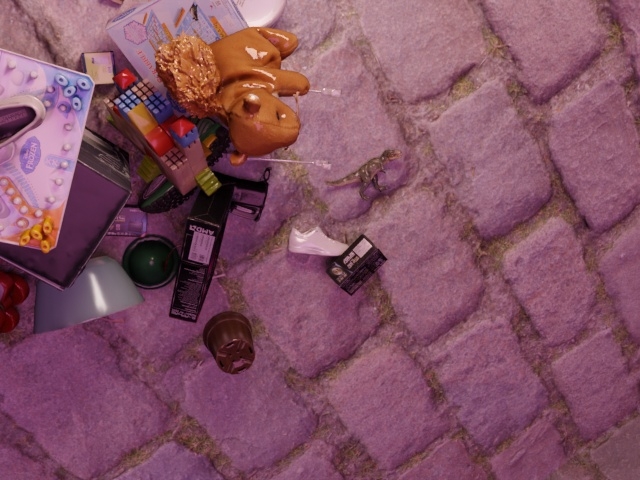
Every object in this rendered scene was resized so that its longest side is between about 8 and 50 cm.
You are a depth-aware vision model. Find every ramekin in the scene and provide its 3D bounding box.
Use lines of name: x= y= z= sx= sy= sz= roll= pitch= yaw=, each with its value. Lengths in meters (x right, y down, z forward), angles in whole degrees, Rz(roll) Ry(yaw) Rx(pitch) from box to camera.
ramekin: x=-0.212 y=-0.687 z=1.704 sx=0.272 sy=0.127 sz=0.273 roll=-6 pitch=111 yaw=-17

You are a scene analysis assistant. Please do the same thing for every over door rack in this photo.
over door rack: x=-0.112 y=-0.344 z=1.852 sx=0.324 sy=0.108 sz=0.240 roll=6 pitch=108 yaw=2

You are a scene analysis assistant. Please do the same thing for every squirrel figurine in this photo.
squirrel figurine: x=-0.222 y=-0.348 z=1.531 sx=0.396 sy=0.370 sz=0.281 roll=12 pitch=129 yaw=-20

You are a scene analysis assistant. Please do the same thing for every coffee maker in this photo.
coffee maker: x=-0.260 y=-0.156 z=1.894 sx=0.178 sy=0.120 sz=0.171 roll=13 pitch=81 yaw=-23

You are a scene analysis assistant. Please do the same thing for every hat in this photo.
hat: x=-0.498 y=0.084 z=1.847 sx=0.172 sy=0.183 sz=0.209 roll=-2 pitch=109 yaw=-17

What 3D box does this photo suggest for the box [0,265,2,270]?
box: x=-1.014 y=0.043 z=1.744 sx=0.206 sy=0.036 sz=0.114 roll=-8 pitch=111 yaw=-16

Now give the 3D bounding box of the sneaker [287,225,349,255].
sneaker: x=0.000 y=0.000 z=2.048 sx=0.212 sy=0.080 sz=0.094 roll=5 pitch=95 yaw=-18

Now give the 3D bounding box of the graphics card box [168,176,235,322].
graphics card box: x=-0.341 y=0.027 z=1.786 sx=0.094 sy=0.233 sz=0.371 roll=15 pitch=125 yaw=-5

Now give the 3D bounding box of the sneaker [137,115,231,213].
sneaker: x=-0.414 y=-0.219 z=1.814 sx=0.146 sy=0.134 sz=0.343 roll=41 pitch=92 yaw=13

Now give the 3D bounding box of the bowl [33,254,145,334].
bowl: x=-0.674 y=0.142 z=1.773 sx=0.311 sy=0.311 sz=0.163 roll=-15 pitch=93 yaw=-13

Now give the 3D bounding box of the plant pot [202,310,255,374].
plant pot: x=-0.289 y=0.339 z=2.016 sx=0.166 sy=0.165 sz=0.167 roll=-6 pitch=110 yaw=-15

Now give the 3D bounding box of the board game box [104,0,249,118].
board game box: x=-0.342 y=-0.515 z=1.660 sx=0.318 sy=0.066 sz=0.319 roll=-23 pitch=131 yaw=12

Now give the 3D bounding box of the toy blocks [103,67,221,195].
toy blocks: x=-0.430 y=-0.295 z=1.600 sx=0.190 sy=0.261 sz=0.381 roll=-42 pitch=74 yaw=-16

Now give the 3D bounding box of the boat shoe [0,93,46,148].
boat shoe: x=-0.652 y=-0.198 z=1.175 sx=0.267 sy=0.088 sz=0.096 roll=-22 pitch=113 yaw=-11

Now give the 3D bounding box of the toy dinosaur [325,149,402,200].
toy dinosaur: x=0.156 y=-0.200 z=2.034 sx=0.268 sy=0.064 sz=0.118 roll=-28 pitch=100 yaw=-7

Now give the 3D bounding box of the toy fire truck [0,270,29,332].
toy fire truck: x=-0.973 y=0.174 z=1.712 sx=0.253 sy=0.169 sz=0.302 roll=28 pitch=121 yaw=-10

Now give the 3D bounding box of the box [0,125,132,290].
box: x=-0.743 y=-0.183 z=1.514 sx=0.479 sy=0.472 sz=0.297 roll=34 pitch=94 yaw=-25

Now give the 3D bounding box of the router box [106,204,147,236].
router box: x=-0.578 y=-0.060 z=1.851 sx=0.122 sy=0.038 sz=0.092 roll=2 pitch=107 yaw=-19

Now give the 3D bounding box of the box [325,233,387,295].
box: x=0.122 y=0.083 z=2.071 sx=0.180 sy=0.077 sz=0.147 roll=-46 pitch=154 yaw=2

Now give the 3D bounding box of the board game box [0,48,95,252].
board game box: x=-0.694 y=-0.193 z=1.240 sx=0.389 sy=0.050 sz=0.390 roll=13 pitch=102 yaw=-22

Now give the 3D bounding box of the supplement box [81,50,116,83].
supplement box: x=-0.600 y=-0.469 z=1.690 sx=0.083 sy=0.056 sz=0.083 roll=-8 pitch=111 yaw=-16

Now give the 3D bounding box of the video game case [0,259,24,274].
video game case: x=-0.904 y=0.050 z=1.755 sx=0.087 sy=0.011 sz=0.122 roll=-19 pitch=114 yaw=-11

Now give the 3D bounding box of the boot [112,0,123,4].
boot: x=-0.527 y=-0.674 z=1.656 sx=0.118 sy=0.042 sz=0.087 roll=7 pitch=112 yaw=-19
